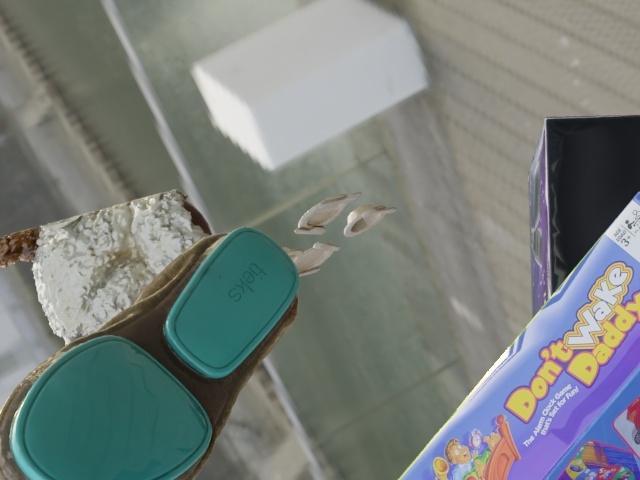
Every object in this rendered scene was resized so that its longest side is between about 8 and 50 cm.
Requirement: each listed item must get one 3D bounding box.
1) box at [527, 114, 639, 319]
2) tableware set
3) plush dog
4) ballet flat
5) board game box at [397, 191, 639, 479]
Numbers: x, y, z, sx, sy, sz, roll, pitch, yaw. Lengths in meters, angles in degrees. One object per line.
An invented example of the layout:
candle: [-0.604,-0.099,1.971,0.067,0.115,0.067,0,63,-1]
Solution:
box: [0.242,0.039,1.354,0.184,0.103,0.261,68,-159,-76]
tableware set: [0.000,0.000,1.687,0.141,0.169,0.020,-4,-124,-55]
plush dog: [-0.218,0.081,1.594,0.262,0.211,0.225,-7,98,67]
ballet flat: [-0.121,0.102,0.980,0.116,0.124,0.342,43,-148,-4]
board game box: [0.230,0.145,0.952,0.347,0.233,0.078,32,-170,-43]
